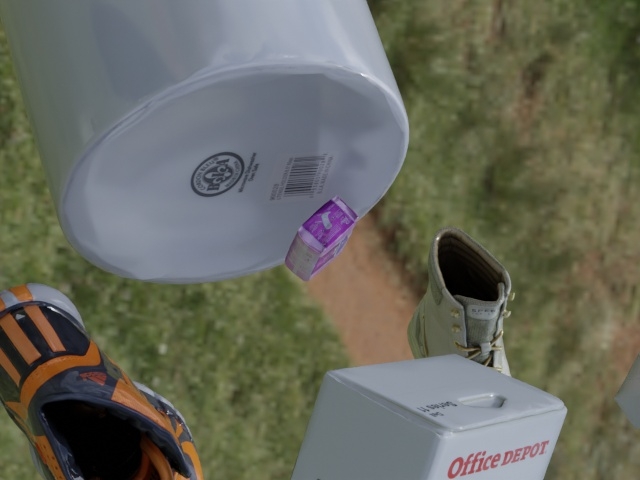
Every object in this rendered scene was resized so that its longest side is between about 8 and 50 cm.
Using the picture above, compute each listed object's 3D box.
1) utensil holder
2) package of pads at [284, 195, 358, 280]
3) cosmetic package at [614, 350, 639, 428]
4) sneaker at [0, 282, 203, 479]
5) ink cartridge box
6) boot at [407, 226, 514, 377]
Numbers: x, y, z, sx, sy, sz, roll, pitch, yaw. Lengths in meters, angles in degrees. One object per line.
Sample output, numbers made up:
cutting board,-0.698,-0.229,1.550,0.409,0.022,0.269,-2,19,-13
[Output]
utensil holder,-0.124,-0.201,1.419,0.327,0.327,0.385,47,21,-56
package of pads,0.000,0.000,1.333,0.050,0.032,0.083,-43,172,-19
cosmetic package,0.463,0.162,1.837,0.060,0.239,0.099,52,54,-25
sneaker,-0.159,0.183,1.270,0.124,0.180,0.321,-40,138,-4
ink cartridge box,0.044,0.176,0.922,0.153,0.087,0.208,0,112,-56
boot,0.148,0.109,1.482,0.077,0.213,0.165,-16,147,-16
